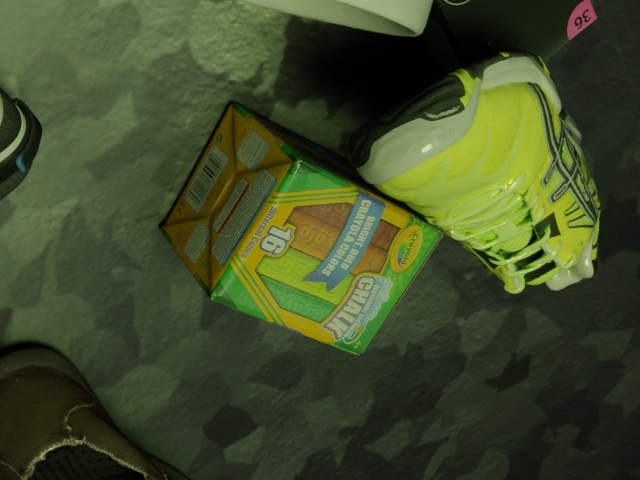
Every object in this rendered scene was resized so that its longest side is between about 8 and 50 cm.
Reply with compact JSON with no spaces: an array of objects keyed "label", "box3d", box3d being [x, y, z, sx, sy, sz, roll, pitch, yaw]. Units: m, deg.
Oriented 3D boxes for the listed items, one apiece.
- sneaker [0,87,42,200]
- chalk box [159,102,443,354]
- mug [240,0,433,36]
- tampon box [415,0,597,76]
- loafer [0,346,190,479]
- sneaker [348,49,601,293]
[{"label":"sneaker","box3d":[-0.298,-0.041,0.744,0.217,0.079,0.121,-18,163,8]},{"label":"chalk box","box3d":[0.000,0.000,0.896,0.213,0.132,0.132,23,103,-36]},{"label":"mug","box3d":[-0.006,-0.315,0.663,0.374,0.276,0.328,-1,108,-62]},{"label":"tampon box","box3d":[0.129,-0.219,0.866,0.120,0.101,0.161,-40,128,-3]},{"label":"loafer","box3d":[-0.182,0.253,0.933,0.134,0.130,0.366,-39,128,-5]},{"label":"sneaker","box3d":[0.155,-0.042,0.848,0.145,0.147,0.385,-28,164,26]}]
